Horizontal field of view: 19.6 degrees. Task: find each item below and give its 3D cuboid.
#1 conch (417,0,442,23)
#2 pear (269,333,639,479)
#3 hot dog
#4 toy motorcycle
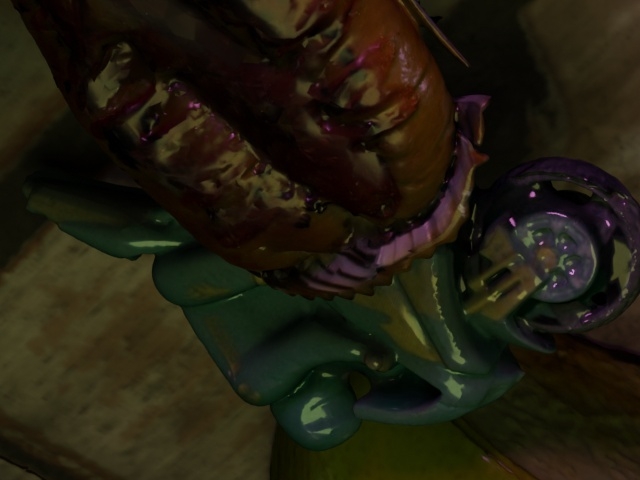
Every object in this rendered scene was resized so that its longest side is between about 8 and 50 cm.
[{"bbox_3d":[0.003,-0.162,0.802,0.251,0.137,0.143,-9,172,15],"label":"conch"},{"bbox_3d":[0.088,0.189,1.046,0.286,0.176,0.282,20,123,-20],"label":"pear"},{"bbox_3d":[-0.048,-0.089,0.750,0.163,0.082,0.270,-24,112,38],"label":"hot dog"},{"bbox_3d":[-0.002,-0.001,0.893,0.296,0.109,0.198,28,114,9],"label":"toy motorcycle"}]
